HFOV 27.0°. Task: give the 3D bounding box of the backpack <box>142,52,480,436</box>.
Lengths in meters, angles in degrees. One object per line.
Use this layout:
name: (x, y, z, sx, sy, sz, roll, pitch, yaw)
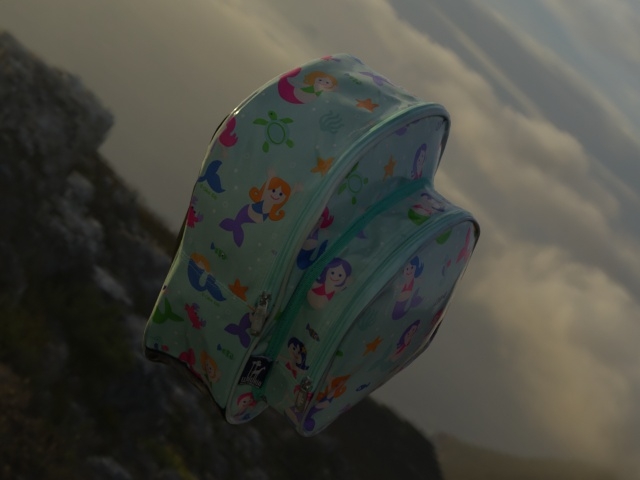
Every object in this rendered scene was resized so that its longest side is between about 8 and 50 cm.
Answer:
backpack: (0.000, 0.000, 0.974, 0.191, 0.253, 0.225, 30, 35, 24)
